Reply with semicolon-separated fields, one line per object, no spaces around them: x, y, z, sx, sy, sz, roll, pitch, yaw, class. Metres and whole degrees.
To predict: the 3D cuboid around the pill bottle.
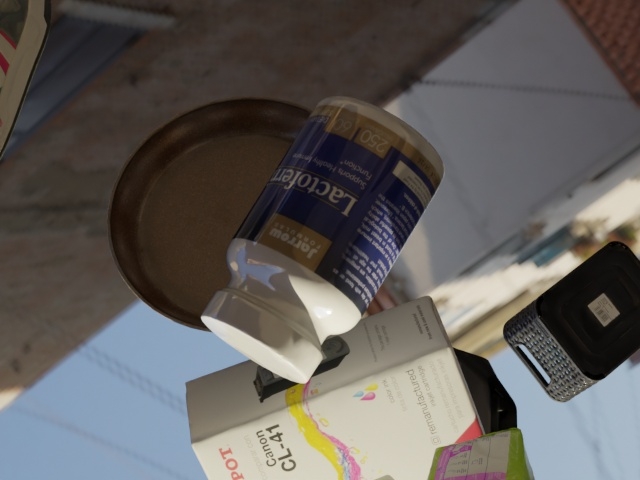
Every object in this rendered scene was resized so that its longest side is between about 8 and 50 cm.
0.000;0.000;1.441;0.153;0.264;0.153;29;166;8;pill bottle

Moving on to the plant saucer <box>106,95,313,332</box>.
-0.090;-0.026;1.663;0.050;0.311;0.310;81;165;-63;plant saucer

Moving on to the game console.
0.215;0.334;1.964;0.213;0.044;0.361;-141;47;-73;game console

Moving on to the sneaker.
-0.383;-0.190;1.413;0.178;0.124;0.295;34;-134;-30;sneaker

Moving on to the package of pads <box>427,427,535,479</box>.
0.169;0.332;1.365;0.296;0.101;0.229;-59;-48;-70;package of pads

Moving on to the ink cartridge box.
0.027;0.228;1.642;0.131;0.306;0.226;-109;-2;-64;ink cartridge box

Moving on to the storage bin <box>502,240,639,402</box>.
0.327;0.097;1.742;0.180;0.084;0.122;-33;-98;-34;storage bin
